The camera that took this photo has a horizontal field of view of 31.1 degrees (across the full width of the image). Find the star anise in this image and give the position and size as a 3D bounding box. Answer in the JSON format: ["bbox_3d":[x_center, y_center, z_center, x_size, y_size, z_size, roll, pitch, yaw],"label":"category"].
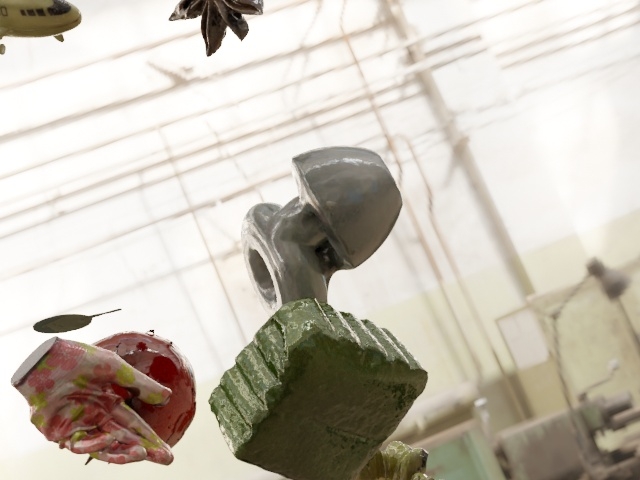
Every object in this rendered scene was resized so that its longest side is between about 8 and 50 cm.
[{"bbox_3d":[-0.166,-0.423,1.834,0.081,0.230,0.262,-26,-44,-36],"label":"star anise"}]

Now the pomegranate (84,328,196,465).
[{"bbox_3d":[-0.301,0.251,1.804,0.210,0.210,0.235,-12,-35,-52],"label":"pomegranate"}]

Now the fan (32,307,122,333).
[{"bbox_3d":[-0.458,0.150,2.173,0.175,0.005,0.113,-14,-19,7],"label":"fan"}]

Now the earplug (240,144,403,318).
[{"bbox_3d":[-0.009,0.000,1.678,0.175,0.214,0.325,-1,-42,-43],"label":"earplug"}]

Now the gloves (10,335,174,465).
[{"bbox_3d":[-0.308,0.241,1.611,0.126,0.241,0.145,-29,22,34],"label":"gloves"}]

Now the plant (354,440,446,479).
[{"bbox_3d":[0.135,0.541,2.119,0.261,0.297,0.306,-6,28,46],"label":"plant"}]

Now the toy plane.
[{"bbox_3d":[-0.367,-0.242,1.216,0.244,0.229,0.092,8,-19,5],"label":"toy plane"}]

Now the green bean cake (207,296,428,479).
[{"bbox_3d":[-0.007,0.198,1.480,0.248,0.125,0.222,28,-77,-44],"label":"green bean cake"}]
